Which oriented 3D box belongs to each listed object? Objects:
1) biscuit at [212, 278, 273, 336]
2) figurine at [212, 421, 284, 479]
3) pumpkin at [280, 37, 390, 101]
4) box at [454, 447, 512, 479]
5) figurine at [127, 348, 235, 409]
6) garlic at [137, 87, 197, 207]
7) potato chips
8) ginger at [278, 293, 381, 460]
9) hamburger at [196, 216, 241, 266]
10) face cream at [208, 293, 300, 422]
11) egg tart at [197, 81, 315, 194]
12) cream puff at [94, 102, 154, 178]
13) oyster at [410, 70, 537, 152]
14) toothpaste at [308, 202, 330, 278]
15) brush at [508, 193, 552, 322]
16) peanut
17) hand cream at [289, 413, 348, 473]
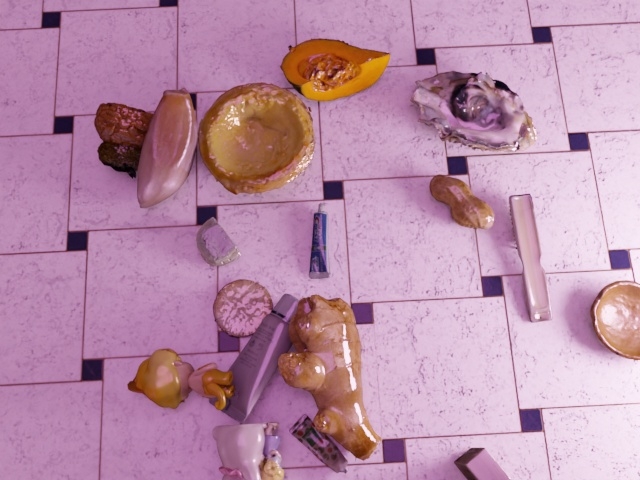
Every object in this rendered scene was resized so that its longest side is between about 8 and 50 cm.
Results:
[{"bbox_3d":[-0.191,0.165,1.820,0.152,0.020,0.152,0,73,0],"label":"biscuit"},{"bbox_3d":[-0.160,0.531,1.657,0.155,0.127,0.235,-2,78,-10],"label":"figurine"},{"bbox_3d":[0.033,-0.470,1.989,0.278,0.111,0.163,-20,58,-4],"label":"pumpkin"},{"bbox_3d":[0.366,0.522,1.611,0.058,0.201,0.141,-38,75,-7],"label":"box"},{"bbox_3d":[-0.321,0.325,1.706,0.246,0.131,0.156,0,111,16],"label":"figurine"},{"bbox_3d":[-0.376,-0.226,1.850,0.112,0.143,0.318,21,103,38],"label":"garlic"},{"bbox_3d":[0.753,0.192,1.788,0.208,0.062,0.195,-11,78,-5],"label":"potato chips"},{"bbox_3d":[0.028,0.308,1.678,0.166,0.236,0.375,-29,65,22],"label":"ginger"},{"bbox_3d":[-0.264,0.014,1.853,0.084,0.054,0.121,-39,84,-13],"label":"hamburger"},{"bbox_3d":[-0.139,0.270,1.746,0.143,0.089,0.314,19,67,45],"label":"face cream"},{"bbox_3d":[-0.162,-0.252,1.901,0.315,0.120,0.315,-1,73,2],"label":"egg tart"},{"bbox_3d":[-0.494,-0.247,1.884,0.183,0.183,0.169,14,85,5],"label":"cream puff"},{"bbox_3d":[0.402,-0.324,1.931,0.351,0.115,0.238,20,65,1],"label":"oyster"},{"bbox_3d":[0.000,0.000,1.866,0.057,0.035,0.197,-3,73,16],"label":"toothpaste"},{"bbox_3d":[0.519,0.044,1.848,0.060,0.050,0.321,-7,80,-5],"label":"brush"},{"bbox_3d":[0.355,-0.095,1.872,0.089,0.089,0.193,-40,72,-11],"label":"peanut"},{"bbox_3d":[0.002,0.478,1.718,0.165,0.037,0.057,41,77,18],"label":"hand cream"}]
